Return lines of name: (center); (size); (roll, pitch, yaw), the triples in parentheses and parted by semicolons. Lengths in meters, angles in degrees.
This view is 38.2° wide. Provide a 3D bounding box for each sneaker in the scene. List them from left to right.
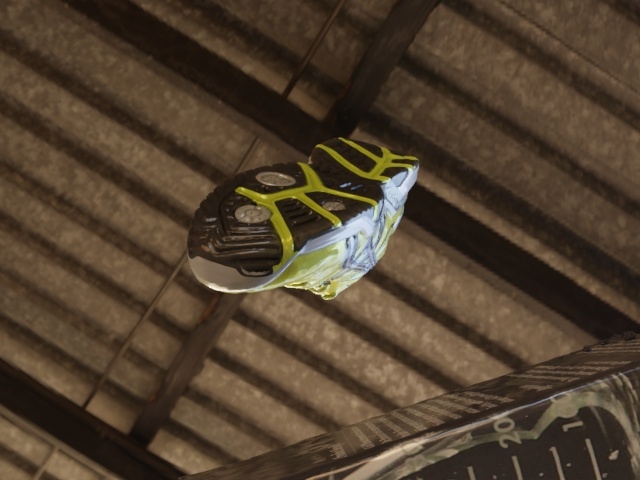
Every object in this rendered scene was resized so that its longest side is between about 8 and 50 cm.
sneaker: (0.000, 0.000, 0.931); (0.145, 0.384, 0.147); (19, -69, 23)

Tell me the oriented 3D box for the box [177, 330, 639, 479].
box: (0.157, 0.370, 0.766); (0.471, 0.297, 0.480); (-18, -97, -3)
